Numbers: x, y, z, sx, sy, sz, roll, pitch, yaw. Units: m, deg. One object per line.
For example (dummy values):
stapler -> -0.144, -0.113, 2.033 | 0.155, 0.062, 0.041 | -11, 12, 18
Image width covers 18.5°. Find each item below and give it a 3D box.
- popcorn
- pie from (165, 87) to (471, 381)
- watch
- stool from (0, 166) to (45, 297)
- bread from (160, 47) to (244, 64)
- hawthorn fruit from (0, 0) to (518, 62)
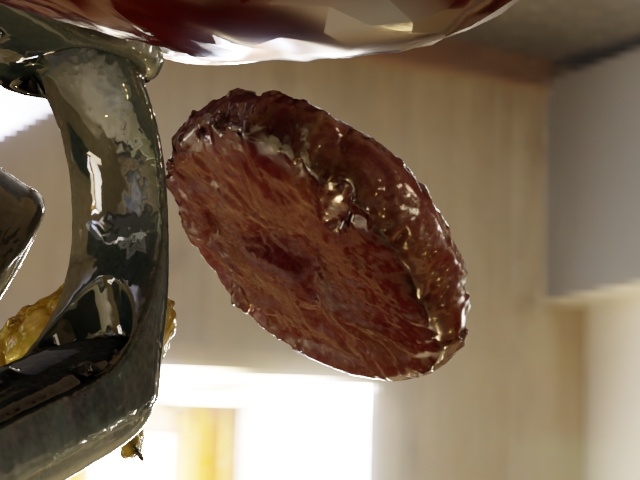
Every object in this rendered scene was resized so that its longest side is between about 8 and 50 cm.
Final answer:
popcorn -> -0.105, 0.049, 0.803 | 0.084, 0.084, 0.084 | 2, 170, 0
pie -> 0.000, 0.000, 0.805 | 0.154, 0.036, 0.154 | 31, 151, 19
watch -> -0.127, -0.010, 0.576 | 0.068, 0.193, 0.206 | -8, -168, 43
stool -> -0.240, 0.004, 1.084 | 0.139, 0.153, 0.228 | 36, 169, -16
bread -> -0.029, -0.158, 0.850 | 0.261, 0.156, 0.158 | -29, 180, 1
hawthorn fruit -> -0.010, -0.136, 0.379 | 0.261, 0.224, 0.224 | 34, -168, 38
